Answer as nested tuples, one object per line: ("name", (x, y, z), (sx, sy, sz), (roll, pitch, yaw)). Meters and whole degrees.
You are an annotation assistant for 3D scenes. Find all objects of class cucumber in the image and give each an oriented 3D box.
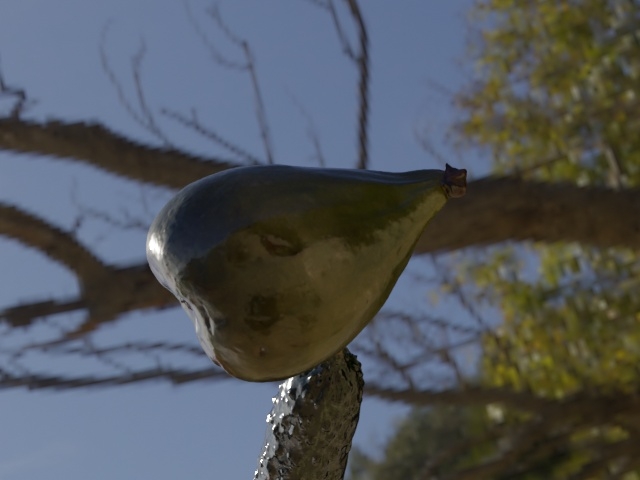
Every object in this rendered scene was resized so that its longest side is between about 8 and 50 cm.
("cucumber", (-0.011, 0.163, 1.389), (0.072, 0.072, 0.300), (-5, -42, -17))

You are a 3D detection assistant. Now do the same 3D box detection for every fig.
("fig", (-0.009, -0.003, 1.115), (0.185, 0.133, 0.126), (-37, -24, 15))
